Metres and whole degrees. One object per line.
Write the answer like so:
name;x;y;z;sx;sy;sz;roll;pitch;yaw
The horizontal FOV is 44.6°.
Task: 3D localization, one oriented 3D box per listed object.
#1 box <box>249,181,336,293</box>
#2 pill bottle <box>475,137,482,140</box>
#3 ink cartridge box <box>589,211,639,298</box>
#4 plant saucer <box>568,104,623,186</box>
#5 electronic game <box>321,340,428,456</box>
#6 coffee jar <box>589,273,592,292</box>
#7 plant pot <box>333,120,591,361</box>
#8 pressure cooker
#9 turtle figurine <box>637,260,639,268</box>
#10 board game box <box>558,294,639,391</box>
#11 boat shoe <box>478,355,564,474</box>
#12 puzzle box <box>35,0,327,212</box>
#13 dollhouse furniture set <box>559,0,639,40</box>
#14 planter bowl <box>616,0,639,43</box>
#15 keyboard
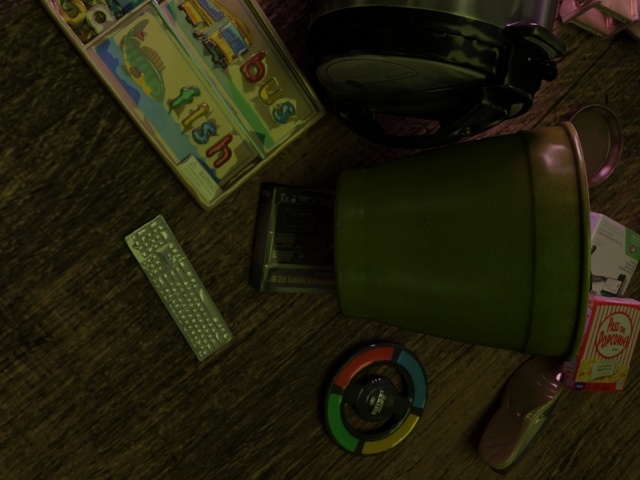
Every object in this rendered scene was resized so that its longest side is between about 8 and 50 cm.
box;0.000;0.000;1.366;0.231;0.056;0.183;3;101;-27
pill bottle;0.324;-0.039;1.456;0.160;0.160;0.283;9;97;-27
ink cartridge box;0.562;0.064;1.632;0.160;0.092;0.220;22;91;-28
plant saucer;0.552;-0.196;1.607;0.168;0.029;0.169;-5;103;-24
electronic game;0.106;0.304;1.488;0.229;0.048;0.229;-6;104;-24
coffee jar;0.435;0.067;1.519;0.096;0.184;0.079;-15;107;-22
plant pot;0.203;0.005;1.221;0.352;0.366;0.367;-1;104;8
pressure cooker;0.173;-0.344;1.169;0.375;0.370;0.421;11;87;1
turtle figurine;0.826;0.059;1.707;0.266;0.275;0.198;-27;146;-23
board game box;0.578;0.212;1.598;0.146;0.045;0.194;6;101;-27
boat shoe;0.430;0.363;1.637;0.285;0.102;0.092;-53;143;-20
puzzle box;-0.198;-0.282;1.211;0.272;0.052;0.409;-42;115;-13
dollhouse furniture set;0.510;-0.500;1.506;0.181;0.101;0.161;14;70;-27
planter bowl;0.663;-0.446;1.548;0.162;0.162;0.109;29;114;-28
keyboard;-0.232;0.082;1.295;0.072;0.014;0.256;-34;114;-16
